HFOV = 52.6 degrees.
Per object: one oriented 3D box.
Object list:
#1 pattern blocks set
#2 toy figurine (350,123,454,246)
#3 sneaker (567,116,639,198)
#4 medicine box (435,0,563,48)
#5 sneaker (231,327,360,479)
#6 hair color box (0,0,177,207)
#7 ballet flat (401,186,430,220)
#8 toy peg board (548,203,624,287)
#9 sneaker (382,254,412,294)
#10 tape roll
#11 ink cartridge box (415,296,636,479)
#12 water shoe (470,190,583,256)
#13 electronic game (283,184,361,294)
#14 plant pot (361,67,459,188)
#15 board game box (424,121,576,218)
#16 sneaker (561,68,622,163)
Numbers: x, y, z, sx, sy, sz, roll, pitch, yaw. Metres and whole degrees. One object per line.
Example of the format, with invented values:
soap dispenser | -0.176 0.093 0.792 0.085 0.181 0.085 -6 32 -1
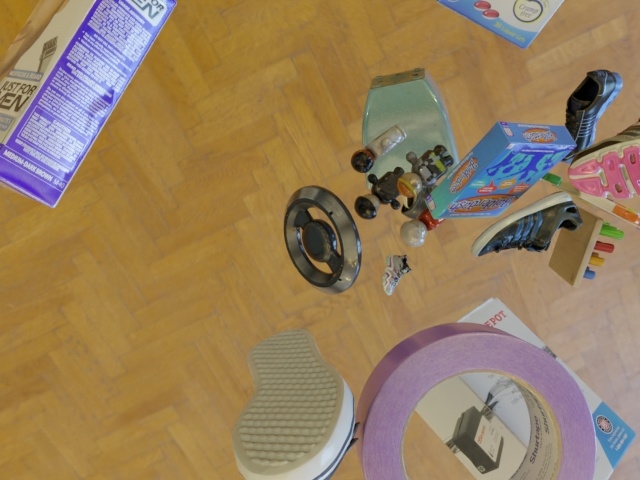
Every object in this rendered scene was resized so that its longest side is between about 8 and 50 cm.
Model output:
pattern blocks set | 0.582 -0.076 1.334 0.325 0.285 0.026 22 102 -18
toy figurine | 0.166 -0.114 1.349 0.148 0.213 0.209 -40 143 -19
sneaker | 0.302 -0.095 0.573 0.170 0.075 0.063 -24 129 22
medicine box | 0.440 -0.637 1.471 0.263 0.149 0.289 23 130 -14
sneaker | -0.017 0.204 0.704 0.126 0.321 0.127 -18 102 1
hair color box | -0.363 -0.228 0.902 0.110 0.185 0.339 40 73 -45
ballet flat | 0.267 -0.189 1.726 0.096 0.095 0.280 4 99 -16
toy peg board | 0.605 0.015 1.468 0.079 0.161 0.160 13 105 -3
sneaker | 0.181 0.077 1.491 0.069 0.098 0.038 -7 158 37
tape roll | 0.182 0.241 0.785 0.275 0.090 0.275 0 90 -4
ink cartridge box | 0.305 0.268 1.027 0.307 0.223 0.129 47 132 20
water shoe | 0.360 -0.012 1.119 0.203 0.073 0.080 -29 73 -4
electronic game | 0.000 0.000 1.321 0.048 0.229 0.229 -20 117 -37
plant pot | 0.227 -0.312 1.715 0.248 0.247 0.252 -8 114 12
board game box | 0.299 -0.113 1.094 0.160 0.047 0.210 -4 150 -31
sneaker | 0.584 -0.279 1.466 0.090 0.081 0.232 -3 127 -30
